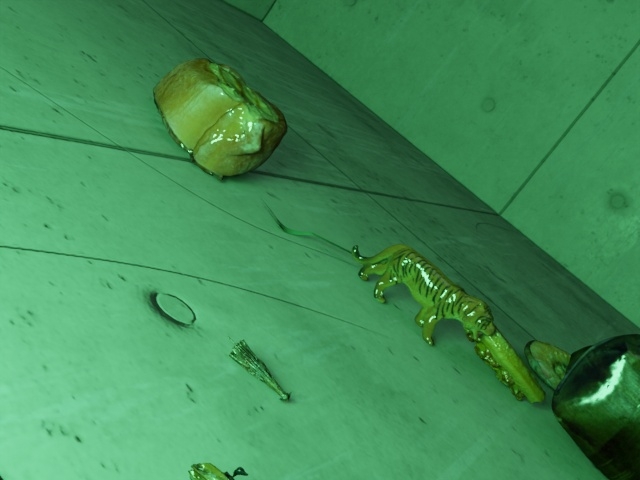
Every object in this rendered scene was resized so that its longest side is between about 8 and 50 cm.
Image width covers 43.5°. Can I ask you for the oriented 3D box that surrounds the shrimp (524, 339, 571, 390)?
[{"bbox_3d":[0.464,0.258,1.455,0.250,0.052,0.144,20,32,-26],"label":"shrimp"}]

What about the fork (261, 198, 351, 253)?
[{"bbox_3d":[-0.001,0.001,1.227,0.235,0.021,0.039,30,21,-30],"label":"fork"}]

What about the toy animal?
[{"bbox_3d":[0.148,0.074,1.189,0.241,0.099,0.056,42,16,14],"label":"toy animal"}]

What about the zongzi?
[{"bbox_3d":[0.539,0.311,1.221,0.403,0.208,0.432,44,6,12],"label":"zongzi"}]

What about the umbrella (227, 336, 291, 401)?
[{"bbox_3d":[-0.059,0.121,0.755,0.083,0.020,0.031,39,-24,9],"label":"umbrella"}]

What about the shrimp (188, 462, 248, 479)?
[{"bbox_3d":[-0.036,0.211,0.499,0.101,0.042,0.190,9,32,-45],"label":"shrimp"}]

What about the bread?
[{"bbox_3d":[-0.152,-0.189,1.263,0.190,0.123,0.244,29,18,-32],"label":"bread"}]

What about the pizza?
[{"bbox_3d":[0.273,0.179,1.228,0.175,0.046,0.134,52,0,7],"label":"pizza"}]
